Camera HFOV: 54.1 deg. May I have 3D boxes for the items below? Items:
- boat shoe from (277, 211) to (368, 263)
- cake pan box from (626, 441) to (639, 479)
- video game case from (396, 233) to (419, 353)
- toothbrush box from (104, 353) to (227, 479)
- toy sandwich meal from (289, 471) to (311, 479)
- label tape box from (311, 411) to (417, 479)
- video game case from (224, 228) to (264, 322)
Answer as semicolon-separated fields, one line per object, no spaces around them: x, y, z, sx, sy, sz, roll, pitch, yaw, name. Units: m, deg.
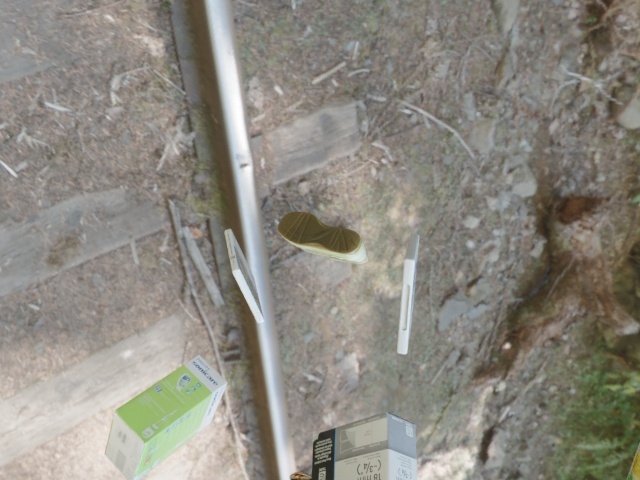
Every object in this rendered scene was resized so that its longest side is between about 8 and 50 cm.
0.001;-0.001;0.937;0.056;0.152;0.048;-61;144;-20;boat shoe
0.407;0.283;0.585;0.070;0.267;0.246;2;110;-15;cake pan box
0.181;0.103;1.296;0.212;0.023;0.194;-51;145;-72;video game case
-0.399;0.461;1.631;0.283;0.122;0.206;-30;153;-46;toothbrush box
-0.040;0.596;1.527;0.029;0.085;0.086;-67;149;-45;toy sandwich meal
0.093;0.575;1.380;0.105;0.334;0.240;32;135;-33;label tape box
-0.195;0.091;1.604;0.022;0.173;0.191;-20;129;-1;video game case
